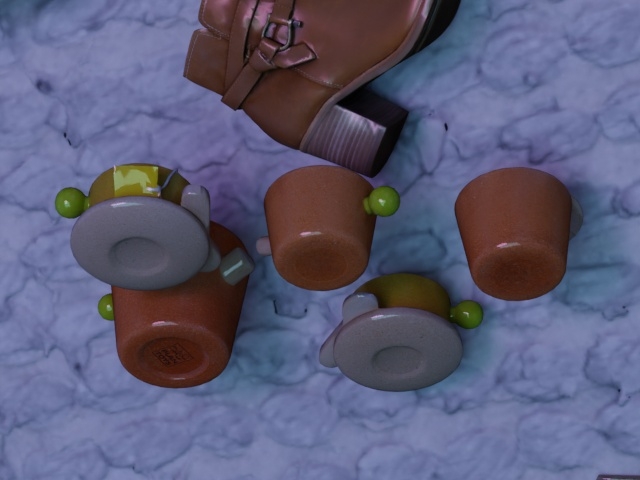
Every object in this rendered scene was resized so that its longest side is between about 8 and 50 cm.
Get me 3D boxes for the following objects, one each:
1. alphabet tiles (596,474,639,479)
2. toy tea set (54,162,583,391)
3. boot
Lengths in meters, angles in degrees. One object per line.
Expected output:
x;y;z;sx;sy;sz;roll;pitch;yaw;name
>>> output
0.251;0.272;1.338;0.198;0.009;0.237;-1;103;17;alphabet tiles
0.000;0.000;1.292;0.336;0.124;0.200;2;140;-2;toy tea set
0.002;-0.152;1.273;0.152;0.073;0.197;28;107;12;boot
